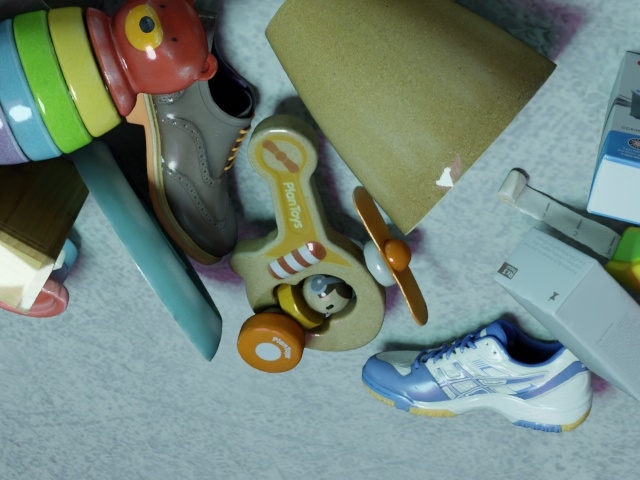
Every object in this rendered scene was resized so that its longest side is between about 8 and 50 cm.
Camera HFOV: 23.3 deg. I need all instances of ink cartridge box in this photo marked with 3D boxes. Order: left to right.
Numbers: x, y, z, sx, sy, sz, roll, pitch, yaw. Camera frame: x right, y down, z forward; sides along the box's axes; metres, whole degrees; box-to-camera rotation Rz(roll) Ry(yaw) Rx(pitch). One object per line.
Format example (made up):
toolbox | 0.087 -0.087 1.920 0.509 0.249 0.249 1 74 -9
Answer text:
ink cartridge box | 0.359 -0.098 1.592 0.139 0.191 0.082 14 134 7

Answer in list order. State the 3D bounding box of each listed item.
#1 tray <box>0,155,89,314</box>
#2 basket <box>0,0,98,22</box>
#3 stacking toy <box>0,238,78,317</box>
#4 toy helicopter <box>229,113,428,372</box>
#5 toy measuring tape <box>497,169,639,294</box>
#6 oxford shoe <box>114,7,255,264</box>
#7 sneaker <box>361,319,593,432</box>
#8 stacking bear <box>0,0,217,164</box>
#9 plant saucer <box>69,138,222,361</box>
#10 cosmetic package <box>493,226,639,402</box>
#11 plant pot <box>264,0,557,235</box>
tray | -0.377 -0.054 1.769 0.203 0.411 0.076 30 102 -9
basket | -0.372 -0.259 1.741 0.227 0.154 0.204 -21 119 30
stacking toy | -0.441 -0.032 1.969 0.309 0.130 0.279 22 156 -13
toy helicopter | 0.000 0.000 1.857 0.235 0.140 0.355 -1 131 15
toy measuring tape | 0.361 0.000 1.744 0.330 0.121 0.121 31 135 1
oxford shoe | -0.135 -0.112 1.811 0.132 0.130 0.364 -6 135 10
sneaker | 0.198 0.152 1.969 0.296 0.112 0.131 4 116 14
stacking bear | -0.257 -0.177 1.622 0.289 0.175 0.164 -19 164 0
plant saucer | -0.201 0.001 1.855 0.043 0.317 0.317 -32 122 -1
cosmetic package | 0.314 0.089 1.793 0.231 0.085 0.117 43 174 -39
plant pot | 0.073 -0.175 1.621 0.254 0.237 0.237 41 134 -1
